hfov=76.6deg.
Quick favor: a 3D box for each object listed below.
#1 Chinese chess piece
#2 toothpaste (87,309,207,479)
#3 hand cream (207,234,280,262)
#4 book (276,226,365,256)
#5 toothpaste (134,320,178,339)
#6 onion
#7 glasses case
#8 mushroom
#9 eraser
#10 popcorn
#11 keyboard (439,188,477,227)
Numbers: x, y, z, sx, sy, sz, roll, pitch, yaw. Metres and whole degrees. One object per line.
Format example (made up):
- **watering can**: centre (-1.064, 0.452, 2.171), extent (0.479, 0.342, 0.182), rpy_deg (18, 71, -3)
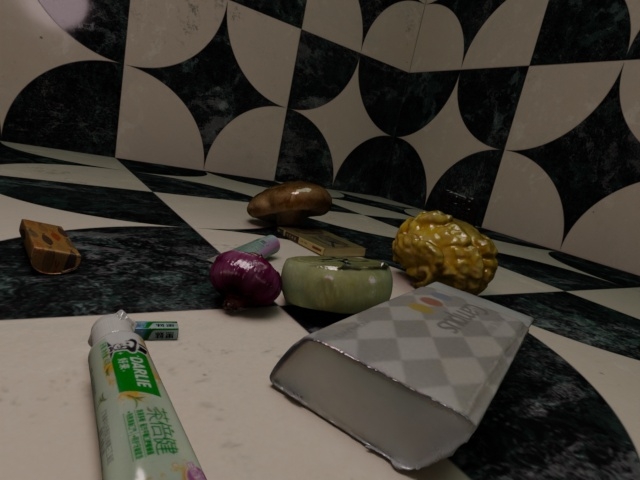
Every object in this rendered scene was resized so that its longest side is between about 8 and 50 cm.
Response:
- **Chinese chess piece**: centre (0.027, 0.068, 0.690), extent (0.189, 0.083, 0.188), rpy_deg (3, 4, 0)
- **toothpaste**: centre (-0.142, 0.150, 0.316), extent (0.058, 0.055, 0.314), rpy_deg (-37, 37, -17)
- **hand cream**: centre (-0.156, 0.029, 0.878), extent (0.076, 0.047, 0.174), rpy_deg (18, 22, 25)
- **book**: centre (0.000, 0.000, 1.180), extent (0.161, 0.026, 0.231), rpy_deg (1, 16, -40)
- **toothpaste**: centre (-0.217, 0.109, 0.493), extent (0.084, 0.017, 0.020), rpy_deg (5, 13, -26)
- **onion**: centre (-0.117, 0.066, 0.628), extent (0.115, 0.115, 0.104), rpy_deg (14, 56, 12)
- **glasses case**: centre (-0.453, 0.009, 0.672), extent (0.065, 0.041, 0.170), rpy_deg (16, 5, -44)
- **mushroom**: centre (-0.098, -0.114, 1.281), extent (0.279, 0.145, 0.278), rpy_deg (-4, -4, 0)
- **eraser**: centre (0.143, 0.139, 0.546), extent (0.213, 0.082, 0.397), rpy_deg (20, 15, 32)
- **popcorn**: centre (0.288, 0.033, 0.956), extent (0.251, 0.189, 0.250), rpy_deg (21, 4, -1)
- **keyboard**: centre (0.351, -0.009, 1.059), extent (0.016, 0.262, 0.106), rpy_deg (-35, 44, -30)
